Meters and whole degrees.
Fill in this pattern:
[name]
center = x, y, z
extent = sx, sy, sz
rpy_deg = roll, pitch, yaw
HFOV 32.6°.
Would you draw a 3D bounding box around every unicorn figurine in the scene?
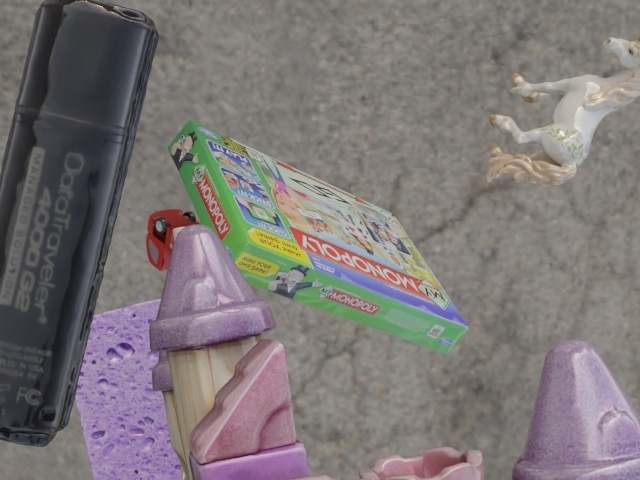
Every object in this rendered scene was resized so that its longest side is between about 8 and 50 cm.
[unicorn figurine]
center = 0.198, -0.106, 0.863
extent = 0.060, 0.111, 0.162
rpy_deg = 36, 70, -53

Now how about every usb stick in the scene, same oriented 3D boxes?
[usb stick]
center = -0.164, -0.014, 0.674
extent = 0.077, 0.045, 0.278
rpy_deg = 13, 91, -1

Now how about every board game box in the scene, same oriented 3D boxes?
[board game box]
center = 0.000, 0.000, 1.181
extent = 0.317, 0.213, 0.046
rpy_deg = 22, 115, -39

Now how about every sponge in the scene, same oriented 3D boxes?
[sponge]
center = -0.185, 0.172, 1.109
extent = 0.117, 0.031, 0.210
rpy_deg = -13, 86, -13

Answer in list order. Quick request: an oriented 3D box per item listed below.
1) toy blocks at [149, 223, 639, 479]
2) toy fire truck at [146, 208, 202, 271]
[toy blocks]
center = -0.044, 0.118, 0.441
extent = 0.309, 0.288, 0.260
rpy_deg = -10, 89, -12
[toy fire truck]
center = -0.126, 0.061, 1.199
extent = 0.047, 0.192, 0.135
rpy_deg = -14, 126, -43
